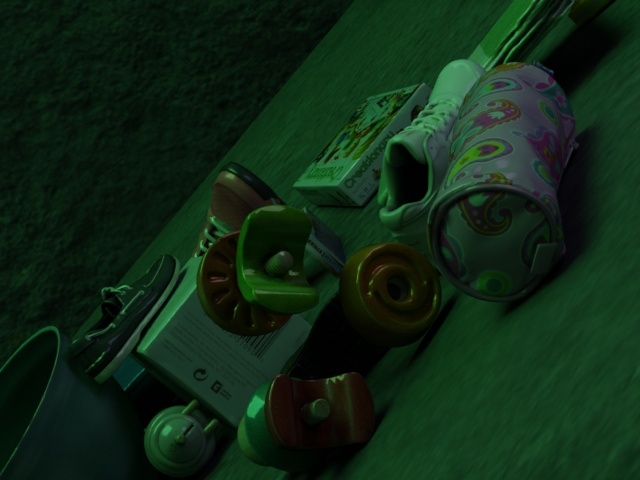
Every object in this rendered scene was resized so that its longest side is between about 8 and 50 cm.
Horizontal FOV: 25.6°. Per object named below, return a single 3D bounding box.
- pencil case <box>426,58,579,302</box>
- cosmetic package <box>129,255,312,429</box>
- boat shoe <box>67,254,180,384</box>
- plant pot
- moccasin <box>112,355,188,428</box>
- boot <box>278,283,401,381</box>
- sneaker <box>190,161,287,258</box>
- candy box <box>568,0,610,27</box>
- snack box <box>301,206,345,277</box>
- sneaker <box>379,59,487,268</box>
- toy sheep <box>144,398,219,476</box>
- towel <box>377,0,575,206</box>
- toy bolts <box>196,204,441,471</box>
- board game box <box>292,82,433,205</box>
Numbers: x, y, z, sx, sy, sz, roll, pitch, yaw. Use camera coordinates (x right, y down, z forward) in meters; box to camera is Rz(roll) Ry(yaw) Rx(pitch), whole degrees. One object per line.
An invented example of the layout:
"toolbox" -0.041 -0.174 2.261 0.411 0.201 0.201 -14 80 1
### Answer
"pencil case" 0.169 -0.061 1.265 0.124 0.124 0.284 -43 11 28
"cosmetic package" -0.127 0.119 1.698 0.151 0.151 0.184 -52 10 -13
"boat shoe" -0.232 0.078 1.674 0.075 0.065 0.206 -40 16 46
"plant pot" -0.318 0.279 1.704 0.293 0.196 0.293 -45 23 25
"moccasin" -0.215 0.205 1.865 0.342 0.117 0.137 -40 25 18
"boot" 0.014 0.099 1.439 0.198 0.077 0.137 -47 6 0
"sneaker" -0.121 0.027 1.885 0.136 0.116 0.314 -44 -21 -29
"candy box" 0.361 -0.342 1.725 0.105 0.027 0.206 -45 11 36
"snack box" 0.000 0.000 1.845 0.022 0.064 0.178 -45 11 7
"sneaker" 0.119 -0.095 1.424 0.090 0.115 0.232 -8 59 39
"toy sheep" -0.160 0.229 1.621 0.091 0.091 0.132 -51 -7 -13
"towel" 0.176 -0.177 1.617 0.325 0.038 0.248 -52 5 12
"toy bolts" -0.011 0.105 1.323 0.158 0.218 0.228 144 129 -59
"board game box" 0.067 -0.137 2.093 0.193 0.053 0.305 -50 11 -7
